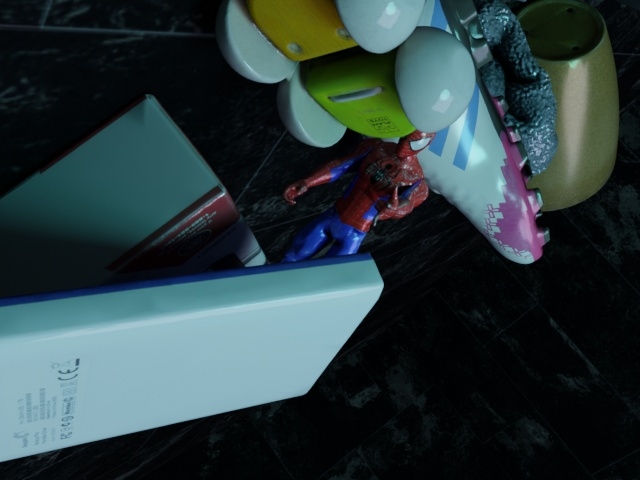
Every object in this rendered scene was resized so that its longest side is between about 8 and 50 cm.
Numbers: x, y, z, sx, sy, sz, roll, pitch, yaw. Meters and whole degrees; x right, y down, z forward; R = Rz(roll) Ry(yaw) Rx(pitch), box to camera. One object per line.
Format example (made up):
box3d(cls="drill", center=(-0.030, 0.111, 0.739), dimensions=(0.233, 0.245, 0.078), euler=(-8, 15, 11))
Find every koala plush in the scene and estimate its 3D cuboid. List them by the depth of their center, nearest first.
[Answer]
box3d(cls="koala plush", center=(0.144, -0.137, 0.794), dimensions=(0.221, 0.203, 0.196), euler=(-24, 162, -9))

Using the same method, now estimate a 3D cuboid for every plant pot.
box3d(cls="plant pot", center=(0.320, -0.209, 0.947), dimensions=(0.237, 0.237, 0.254), euler=(-36, 149, -10))

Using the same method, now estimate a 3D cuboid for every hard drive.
box3d(cls="hard drive", center=(-0.132, 0.096, 0.513), dimensions=(0.319, 0.040, 0.210), euler=(-6, 147, -27))

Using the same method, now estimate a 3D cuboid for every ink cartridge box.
box3d(cls="ink cartridge box", center=(-0.167, 0.019, 0.619), dimensions=(0.197, 0.114, 0.273), euler=(-38, 166, -7))

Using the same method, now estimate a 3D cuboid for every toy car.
box3d(cls="toy car", center=(0.026, -0.160, 0.494), dimensions=(0.182, 0.159, 0.136), euler=(45, 55, -39))

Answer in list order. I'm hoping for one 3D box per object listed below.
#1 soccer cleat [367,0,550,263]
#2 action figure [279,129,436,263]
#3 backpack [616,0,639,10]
box3d(cls="soccer cleat", center=(0.122, -0.102, 0.661), dimensions=(0.143, 0.331, 0.116), euler=(-20, -150, 19))
box3d(cls="action figure", center=(0.000, 0.000, 0.596), dimensions=(0.280, 0.091, 0.139), euler=(-51, 164, 22))
box3d(cls="backpack", center=(0.515, -0.419, 0.730), dimensions=(0.290, 0.273, 0.355), euler=(-13, 141, -27))
